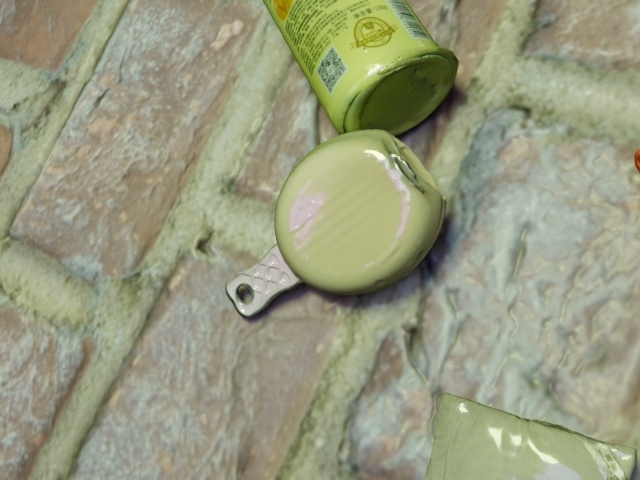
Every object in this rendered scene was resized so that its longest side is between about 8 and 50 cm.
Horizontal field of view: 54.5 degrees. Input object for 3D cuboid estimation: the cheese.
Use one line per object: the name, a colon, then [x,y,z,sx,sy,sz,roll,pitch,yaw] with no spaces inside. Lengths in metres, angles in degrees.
cheese: [0.000,0.000,0.560,0.227,0.064,0.137,-36,80,22]

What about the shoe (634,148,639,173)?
shoe: [0.339,0.015,0.398,0.171,0.132,0.336,-41,62,11]

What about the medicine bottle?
medicine bottle: [0.020,-0.213,0.594,0.124,0.124,0.238,-32,65,10]

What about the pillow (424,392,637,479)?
pillow: [0.129,0.240,0.454,0.148,0.050,0.229,13,79,31]
